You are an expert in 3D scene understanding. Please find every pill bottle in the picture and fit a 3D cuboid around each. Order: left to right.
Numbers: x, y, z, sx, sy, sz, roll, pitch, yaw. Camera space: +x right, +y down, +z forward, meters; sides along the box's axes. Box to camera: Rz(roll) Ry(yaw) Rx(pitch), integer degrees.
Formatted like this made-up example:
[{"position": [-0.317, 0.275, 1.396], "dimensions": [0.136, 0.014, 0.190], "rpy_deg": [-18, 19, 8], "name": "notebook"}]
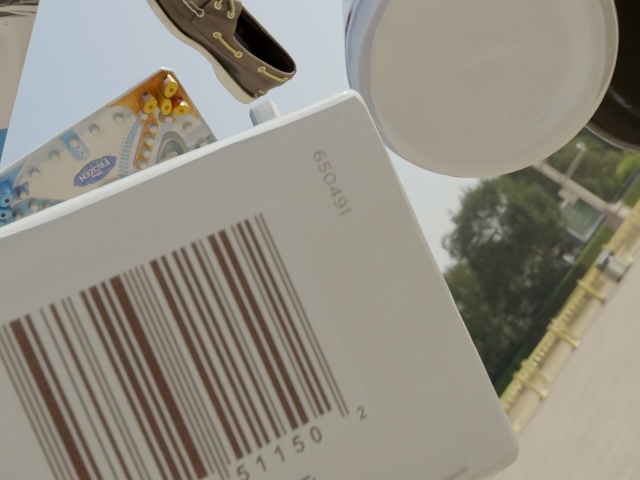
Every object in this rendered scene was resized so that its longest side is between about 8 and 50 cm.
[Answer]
[{"position": [0.122, -0.222, 0.879], "dimensions": [0.363, 0.210, 0.210], "rpy_deg": [-90, 26, -60], "name": "pill bottle"}]

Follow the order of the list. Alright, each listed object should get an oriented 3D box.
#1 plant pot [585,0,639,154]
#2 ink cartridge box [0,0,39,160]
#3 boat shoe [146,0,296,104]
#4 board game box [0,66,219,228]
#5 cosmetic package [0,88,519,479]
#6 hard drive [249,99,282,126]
[{"position": [0.432, -0.284, 1.058], "dimensions": [0.280, 0.323, 0.323], "rpy_deg": [-20, -27, -22], "name": "plant pot"}, {"position": [-0.418, -0.274, 0.972], "dimensions": [0.166, 0.285, 0.395], "rpy_deg": [-8, -46, -44], "name": "ink cartridge box"}, {"position": [-0.152, -0.325, 1.430], "dimensions": [0.096, 0.117, 0.324], "rpy_deg": [-20, -39, 22], "name": "boat shoe"}, {"position": [-0.320, -0.039, 1.655], "dimensions": [0.390, 0.050, 0.390], "rpy_deg": [-34, -50, -3], "name": "board game box"}, {"position": [-0.121, 0.086, 0.533], "dimensions": [0.230, 0.162, 0.453], "rpy_deg": [-25, 1, -20], "name": "cosmetic package"}, {"position": [0.000, 0.000, 1.187], "dimensions": [0.040, 0.308, 0.203], "rpy_deg": [-24, -35, 3], "name": "hard drive"}]
